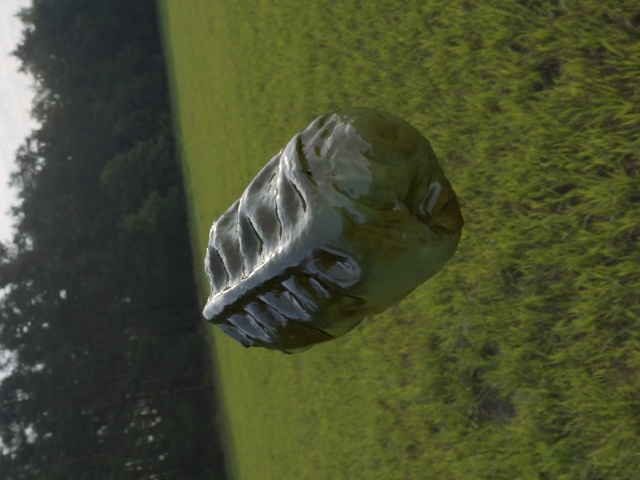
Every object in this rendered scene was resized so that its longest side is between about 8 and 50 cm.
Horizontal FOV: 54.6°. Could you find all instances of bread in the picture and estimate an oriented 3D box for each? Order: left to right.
[{"bbox_3d":[0.000,0.000,0.503,0.152,0.130,0.268,45,144,-5],"label":"bread"}]
